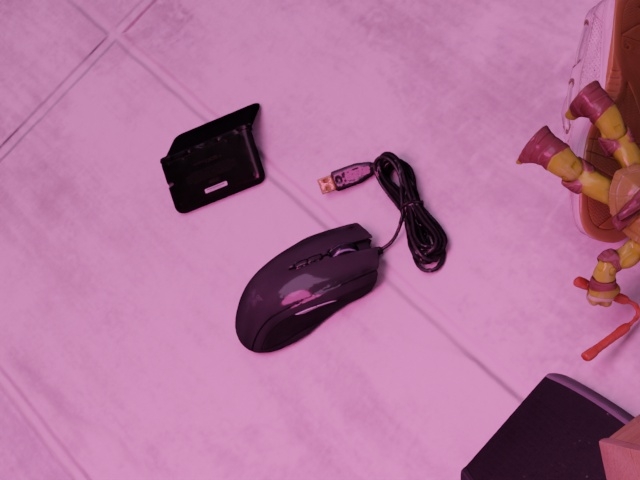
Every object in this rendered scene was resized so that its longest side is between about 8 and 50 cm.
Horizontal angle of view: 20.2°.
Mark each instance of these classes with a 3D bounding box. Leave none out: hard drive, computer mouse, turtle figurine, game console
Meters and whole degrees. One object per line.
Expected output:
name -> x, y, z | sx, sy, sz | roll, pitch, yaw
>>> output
hard drive -> 0.252, 0.238, 1.659 | 0.172, 0.054, 0.255 | -48, 47, -3
computer mouse -> 0.000, 0.000, 1.975 | 0.262, 0.060, 0.184 | -28, 50, 14
turtle figurine -> 0.294, -0.033, 1.726 | 0.269, 0.087, 0.217 | -46, 78, 5
game console -> -0.122, -0.099, 2.151 | 0.122, 0.071, 0.107 | -21, 81, 21

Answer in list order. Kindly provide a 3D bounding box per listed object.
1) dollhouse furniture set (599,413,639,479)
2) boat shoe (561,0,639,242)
dollhouse furniture set -> 0.352, 0.205, 1.547 | 0.151, 0.123, 0.144 | -29, 25, -35
boat shoe -> 0.295, -0.124, 1.855 | 0.096, 0.098, 0.277 | -17, 56, 59
